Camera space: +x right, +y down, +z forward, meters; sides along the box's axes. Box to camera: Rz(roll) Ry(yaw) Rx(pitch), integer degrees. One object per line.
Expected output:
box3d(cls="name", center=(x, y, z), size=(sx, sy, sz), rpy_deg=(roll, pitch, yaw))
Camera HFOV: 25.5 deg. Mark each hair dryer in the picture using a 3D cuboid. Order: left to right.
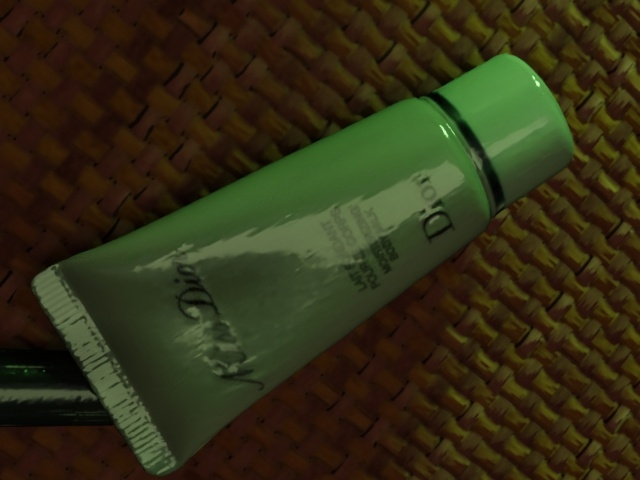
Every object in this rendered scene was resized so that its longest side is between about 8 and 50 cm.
box3d(cls="hair dryer", center=(-0.191, 0.012, 0.798), size=(0.173, 0.050, 0.195), rpy_deg=(4, 101, -22))

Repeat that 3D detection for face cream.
box3d(cls="face cream", center=(0.000, 0.000, 0.829), size=(0.314, 0.089, 0.143), rpy_deg=(-31, 107, -6))
